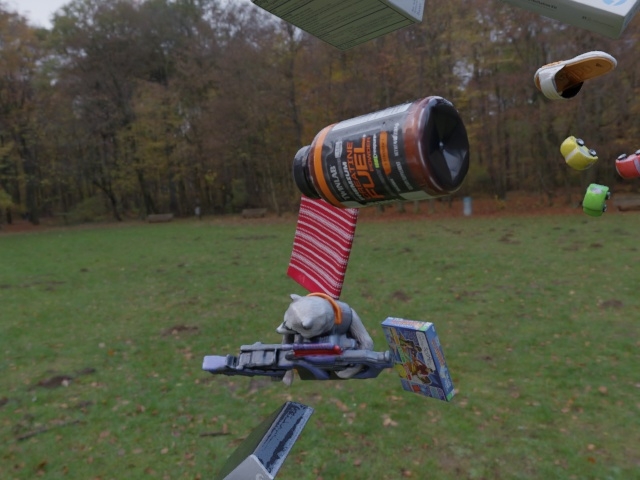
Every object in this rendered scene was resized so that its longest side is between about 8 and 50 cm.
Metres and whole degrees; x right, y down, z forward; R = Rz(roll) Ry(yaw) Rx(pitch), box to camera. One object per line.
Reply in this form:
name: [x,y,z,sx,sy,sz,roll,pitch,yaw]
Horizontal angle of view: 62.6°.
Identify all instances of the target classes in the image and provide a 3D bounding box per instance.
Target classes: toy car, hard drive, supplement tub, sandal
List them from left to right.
hard drive: [-0.121,0.376,0.873,0.254,0.054,0.172,-51,-3,33]
supplement tub: [0.059,-0.091,0.601,0.198,0.105,0.106,-5,2,44]
sandal: [0.647,-0.420,1.382,0.102,0.076,0.265,29,-5,-12]
toy car: [0.750,-0.153,1.413,0.239,0.224,0.053,21,43,34]

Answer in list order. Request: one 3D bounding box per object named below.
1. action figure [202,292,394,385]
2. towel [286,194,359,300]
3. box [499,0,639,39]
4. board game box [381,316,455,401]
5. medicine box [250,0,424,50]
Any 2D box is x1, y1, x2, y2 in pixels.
action figure: [-0.039,0.188,1.009,0.342,0.178,0.330,0,-27,3]
towel: [0.000,0.000,1.222,0.031,0.274,0.199,-7,29,-37]
box: [0.314,-0.324,0.587,0.145,0.186,0.038,35,-8,28]
board game box: [0.235,0.284,1.267,0.035,0.201,0.136,-33,22,-37]
medicine box: [0.041,-0.565,1.149,0.290,0.149,0.264,13,-6,-38]
